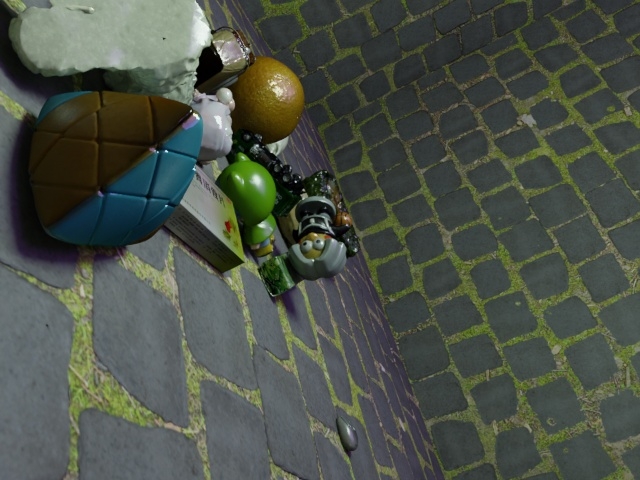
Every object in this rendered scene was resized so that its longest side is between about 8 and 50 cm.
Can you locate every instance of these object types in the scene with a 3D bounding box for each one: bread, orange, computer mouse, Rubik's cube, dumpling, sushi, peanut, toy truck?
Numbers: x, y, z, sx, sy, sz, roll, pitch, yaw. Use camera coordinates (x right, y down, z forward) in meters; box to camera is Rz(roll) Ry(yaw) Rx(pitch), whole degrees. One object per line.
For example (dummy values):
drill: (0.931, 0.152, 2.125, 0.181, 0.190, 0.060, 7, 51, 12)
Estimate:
bread: (-0.279, -0.475, 1.526, 0.142, 0.224, 0.212, 61, 33, -14)
orange: (-0.184, -0.422, 1.763, 0.274, 0.274, 0.274, 61, 11, -21)
computer mouse: (0.075, 0.509, 1.538, 0.066, 0.039, 0.096, 54, 15, -48)
Rubik's cube: (-0.284, -0.055, 0.793, 0.254, 0.254, 0.254, 61, 11, -21)
dumpling: (-0.181, -0.345, 2.086, 0.111, 0.181, 0.155, 31, -22, 0)
sushi: (0.004, -0.082, 2.161, 0.294, 0.178, 0.352, 29, 41, -69)
peanut: (-0.086, -0.088, 1.879, 0.130, 0.130, 0.290, -56, 123, -78)
toy truck: (-0.160, -0.196, 1.641, 0.259, 0.121, 0.088, 46, 15, 13)

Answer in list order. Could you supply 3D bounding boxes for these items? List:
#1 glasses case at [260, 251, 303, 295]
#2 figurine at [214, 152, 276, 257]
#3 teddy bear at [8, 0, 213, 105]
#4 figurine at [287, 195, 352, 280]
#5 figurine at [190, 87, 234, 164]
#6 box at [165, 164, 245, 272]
glasses case: (-0.097, 0.085, 1.600, 0.095, 0.062, 0.272, 63, 10, 2)
figurine: (-0.170, -0.083, 1.430, 0.162, 0.143, 0.263, -76, 156, -47)
teddy bear: (-0.369, -0.325, 1.044, 0.375, 0.362, 0.328, -2, 85, -34)
figurine: (0.000, 0.000, 1.577, 0.133, 0.176, 0.236, 67, 17, -44)
figurine: (-0.272, -0.281, 1.373, 0.133, 0.200, 0.276, 16, 30, -18)
box: (-0.252, -0.067, 1.175, 0.260, 0.062, 0.175, 49, 19, -54)
